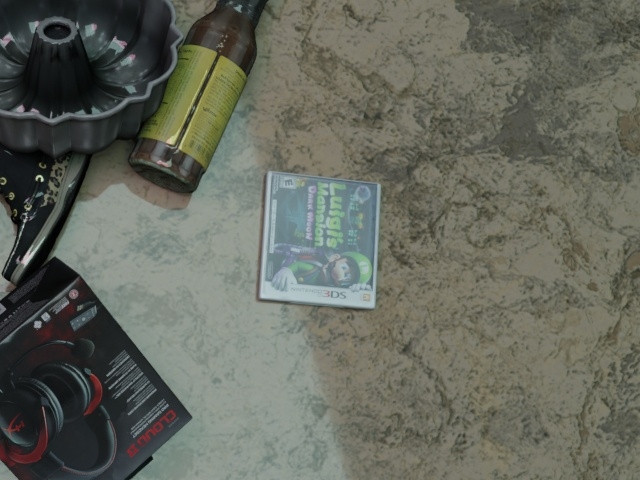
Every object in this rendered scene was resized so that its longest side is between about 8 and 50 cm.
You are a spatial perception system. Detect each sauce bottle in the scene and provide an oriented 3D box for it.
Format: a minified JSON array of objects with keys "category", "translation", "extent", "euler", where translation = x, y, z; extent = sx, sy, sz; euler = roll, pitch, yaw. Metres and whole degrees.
[{"category":"sauce bottle","translation":[-0.157,-0.237,1.643],"extent":[0.111,0.111,0.344],"euler":[26,74,-7]}]

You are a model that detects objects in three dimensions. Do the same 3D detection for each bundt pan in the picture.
[{"category":"bundt pan","translation":[-0.352,-0.239,1.548],"extent":[0.330,0.124,0.331],"euler":[5,52,-7]}]

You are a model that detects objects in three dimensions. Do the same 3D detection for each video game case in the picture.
[{"category":"video game case","translation":[0.000,0.000,1.679],"extent":[0.173,0.022,0.190],"euler":[6,78,-12]}]

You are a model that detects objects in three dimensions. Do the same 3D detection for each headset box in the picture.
[{"category":"headset box","translation":[-0.321,0.204,1.466],"extent":[0.218,0.110,0.293],"euler":[-41,120,-16]}]

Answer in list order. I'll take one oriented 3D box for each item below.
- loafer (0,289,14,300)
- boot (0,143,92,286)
[{"category":"loafer","translation":[-0.452,0.120,1.493],"extent":[0.319,0.112,0.111],"euler":[-1,86,-21]},{"category":"boot","translation":[-0.428,-0.068,1.557],"extent":[0.178,0.085,0.236],"euler":[23,65,-6]}]
